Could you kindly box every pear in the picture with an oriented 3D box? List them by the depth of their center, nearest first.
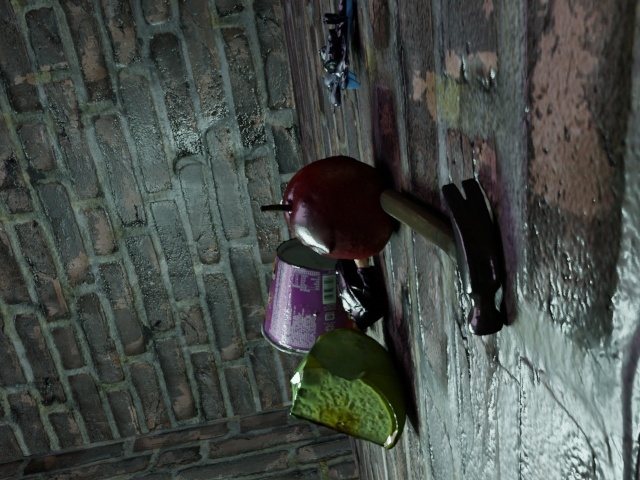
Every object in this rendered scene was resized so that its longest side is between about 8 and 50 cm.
[{"bbox_3d":[0.085,0.320,1.374,0.282,0.286,0.176,-50,-26,-65],"label":"pear"}]

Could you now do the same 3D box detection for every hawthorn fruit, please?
[{"bbox_3d":[0.011,-0.072,1.144,0.230,0.266,0.210,-114,33,-60],"label":"hawthorn fruit"}]

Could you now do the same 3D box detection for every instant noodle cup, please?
[{"bbox_3d":[-0.016,0.148,1.722,0.340,0.340,0.266,-110,19,-67],"label":"instant noodle cup"}]

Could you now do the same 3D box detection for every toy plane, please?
[{"bbox_3d":[0.037,-0.411,1.175,0.169,0.078,0.246,-103,5,-45],"label":"toy plane"}]

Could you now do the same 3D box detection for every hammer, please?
[{"bbox_3d":[0.150,-0.020,0.812,0.440,0.044,0.168,-119,18,-76],"label":"hammer"}]

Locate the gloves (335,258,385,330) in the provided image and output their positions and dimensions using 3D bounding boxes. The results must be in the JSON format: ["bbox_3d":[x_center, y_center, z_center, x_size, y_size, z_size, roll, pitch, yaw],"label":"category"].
[{"bbox_3d":[0.094,0.104,1.419,0.203,0.124,0.164,62,159,19],"label":"gloves"}]

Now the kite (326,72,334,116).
[{"bbox_3d":[0.030,-0.441,1.687,0.137,0.005,0.152,-115,15,-65],"label":"kite"}]
